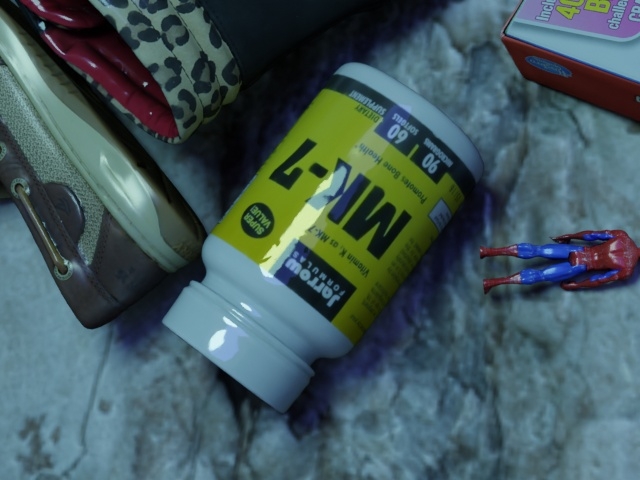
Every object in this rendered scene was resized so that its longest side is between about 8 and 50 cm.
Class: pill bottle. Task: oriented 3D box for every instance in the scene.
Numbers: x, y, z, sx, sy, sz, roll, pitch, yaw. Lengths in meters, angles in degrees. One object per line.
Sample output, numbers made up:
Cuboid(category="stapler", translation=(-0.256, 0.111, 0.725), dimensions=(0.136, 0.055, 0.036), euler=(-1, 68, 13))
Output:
Cuboid(category="pill bottle", translation=(0.000, 0.000, 0.952), dimensions=(0.119, 0.119, 0.208), euler=(35, 83, 20))

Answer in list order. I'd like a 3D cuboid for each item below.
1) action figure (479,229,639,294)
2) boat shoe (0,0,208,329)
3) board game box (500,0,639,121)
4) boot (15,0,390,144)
Cuboid(category="action figure", translation=(0.162, 0.013, 0.961), dimensions=(0.115, 0.030, 0.038), euler=(-6, 77, 5))
Cuboid(category="boat shoe", translation=(-0.220, -0.079, 1.026), dimensions=(0.123, 0.123, 0.342), euler=(-43, 69, 3))
Cuboid(category="board game box", translation=(0.310, -0.165, 0.934), dimensions=(0.317, 0.064, 0.242), euler=(26, 80, 30))
Cuboid(category="boot", translation=(-0.101, -0.263, 0.996), dimensions=(0.284, 0.138, 0.377), euler=(-41, 84, -20))
